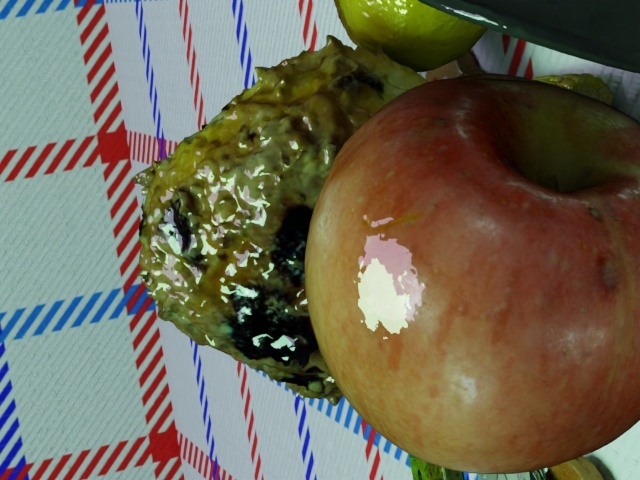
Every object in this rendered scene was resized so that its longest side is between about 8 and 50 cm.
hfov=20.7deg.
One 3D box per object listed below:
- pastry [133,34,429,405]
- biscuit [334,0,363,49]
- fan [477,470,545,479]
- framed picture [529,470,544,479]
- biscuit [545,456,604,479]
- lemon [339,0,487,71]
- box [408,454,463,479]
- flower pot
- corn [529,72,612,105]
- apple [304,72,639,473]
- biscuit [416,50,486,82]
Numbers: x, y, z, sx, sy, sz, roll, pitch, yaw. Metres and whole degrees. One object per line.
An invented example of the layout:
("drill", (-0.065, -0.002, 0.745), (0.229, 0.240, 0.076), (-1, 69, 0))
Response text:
("pastry", (-0.017, -0.005, 1.860), (0.292, 0.337, 0.405), (-85, -20, -50))
("biscuit", (0.063, -0.374, 2.087), (0.305, 0.038, 0.305), (176, 90, -74))
("fan", (0.200, 0.290, 2.127), (0.329, 0.009, 0.190), (45, 143, 50))
("framed picture", (0.277, 0.432, 1.885), (0.244, 0.013, 0.323), (-110, 7, -57))
("biscuit", (0.316, 0.351, 1.802), (0.324, 0.049, 0.205), (-120, 26, -43))
("lemon", (0.106, -0.274, 1.848), (0.193, 0.181, 0.180), (-40, 61, 46))
("box", (0.152, 0.305, 2.300), (0.121, 0.030, 0.193), (175, 83, -72))
("flower pot", (0.214, -0.249, 1.483), (0.269, 0.269, 0.166), (45, 120, 60))
("corn", (0.225, -0.131, 1.740), (0.206, 0.067, 0.067), (174, 85, -72))
("apple", (0.158, 0.037, 1.557), (0.364, 0.364, 0.363), (168, 90, -72))
("biscuit", (0.134, -0.182, 2.040), (0.249, 0.035, 0.184), (-123, 27, -47))
